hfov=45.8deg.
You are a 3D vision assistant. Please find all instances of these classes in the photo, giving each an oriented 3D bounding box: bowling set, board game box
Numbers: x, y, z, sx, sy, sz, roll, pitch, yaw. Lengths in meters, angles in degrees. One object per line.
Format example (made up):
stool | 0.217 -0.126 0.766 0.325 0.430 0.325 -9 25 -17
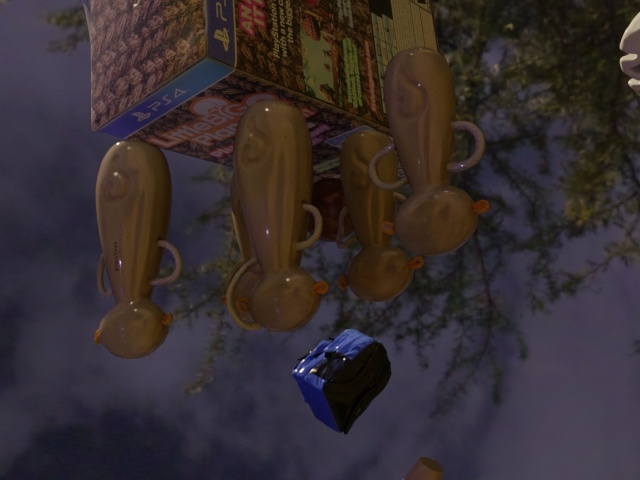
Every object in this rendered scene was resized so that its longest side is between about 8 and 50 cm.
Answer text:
bowling set | 0.000 0.000 0.545 0.200 0.286 0.154 26 -125 -58
board game box | -0.035 -0.187 0.656 0.291 0.141 0.232 13 -114 -45

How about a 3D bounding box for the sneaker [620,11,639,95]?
sneaker | 0.432 -0.127 0.819 0.110 0.118 0.292 -47 -58 -2

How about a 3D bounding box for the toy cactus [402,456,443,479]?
toy cactus | 0.112 0.367 0.967 0.181 0.112 0.219 -66 -7 11

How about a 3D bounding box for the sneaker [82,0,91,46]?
sneaker | -0.369 -0.441 1.081 0.257 0.169 0.448 5 -103 -39

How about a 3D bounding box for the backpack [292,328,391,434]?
backpack | 0.030 0.177 1.027 0.120 0.101 0.098 -38 -49 -25
